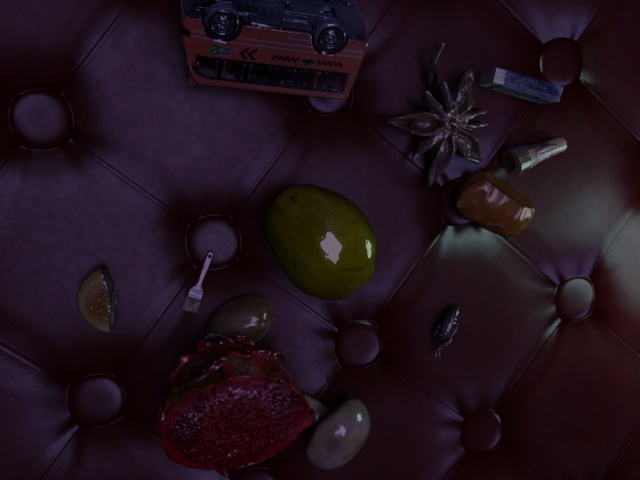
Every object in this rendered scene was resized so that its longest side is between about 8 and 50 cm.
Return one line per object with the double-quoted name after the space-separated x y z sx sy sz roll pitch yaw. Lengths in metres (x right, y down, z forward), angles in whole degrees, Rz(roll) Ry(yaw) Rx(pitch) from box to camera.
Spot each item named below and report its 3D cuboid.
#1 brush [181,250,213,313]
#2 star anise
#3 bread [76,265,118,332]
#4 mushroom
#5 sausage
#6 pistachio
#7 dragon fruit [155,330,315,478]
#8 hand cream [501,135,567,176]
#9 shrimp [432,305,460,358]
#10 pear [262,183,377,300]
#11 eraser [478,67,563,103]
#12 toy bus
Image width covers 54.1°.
-0.311 0.107 1.618 0.043 0.014 0.170 20 90 -15 "brush"
0.330 -0.328 1.686 0.292 0.109 0.349 -47 117 -12 "star anise"
-0.543 0.150 1.525 0.094 0.083 0.157 -20 100 -9 "bread"
0.028 0.513 1.692 0.206 0.209 0.207 -16 110 -54 "mushroom"
0.489 -0.098 1.750 0.241 0.120 0.136 25 123 -15 "sausage"
-0.208 0.212 1.614 0.185 0.108 0.126 -24 78 -3 "pistachio"
-0.217 0.381 1.547 0.386 0.249 0.371 7 127 -25 "dragon fruit"
0.619 -0.248 1.793 0.203 0.084 0.084 -19 102 -18 "hand cream"
0.358 0.262 1.797 0.056 0.065 0.165 28 95 15 "shrimp"
0.000 0.000 1.570 0.307 0.253 0.253 43 85 0 "pear"
0.554 -0.427 1.740 0.212 0.092 0.046 11 95 -15 "eraser"
-0.118 -0.472 1.476 0.426 0.203 0.233 2 138 -15 "toy bus"
